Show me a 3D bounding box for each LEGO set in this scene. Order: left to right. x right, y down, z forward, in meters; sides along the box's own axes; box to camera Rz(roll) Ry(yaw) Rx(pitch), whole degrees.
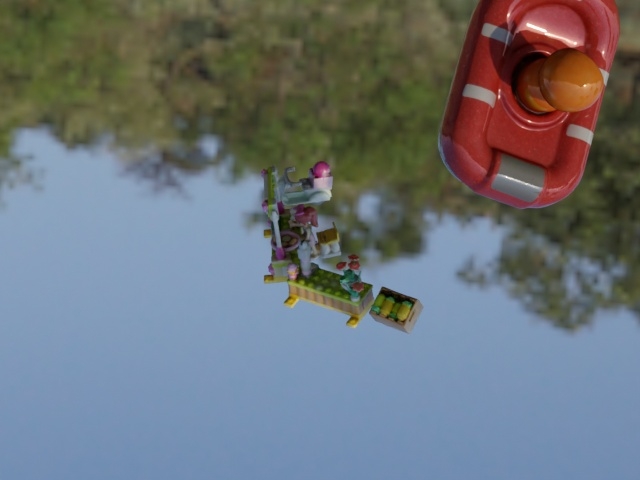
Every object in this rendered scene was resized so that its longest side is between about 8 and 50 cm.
[{"bbox_3d":[0.000,0.000,2.180,0.132,0.107,0.287,-20,-139,-15],"label":"LEGO set"}]

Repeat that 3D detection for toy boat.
[{"bbox_3d":[0.212,-0.148,1.819,0.151,0.231,0.151,18,173,-22],"label":"toy boat"}]
